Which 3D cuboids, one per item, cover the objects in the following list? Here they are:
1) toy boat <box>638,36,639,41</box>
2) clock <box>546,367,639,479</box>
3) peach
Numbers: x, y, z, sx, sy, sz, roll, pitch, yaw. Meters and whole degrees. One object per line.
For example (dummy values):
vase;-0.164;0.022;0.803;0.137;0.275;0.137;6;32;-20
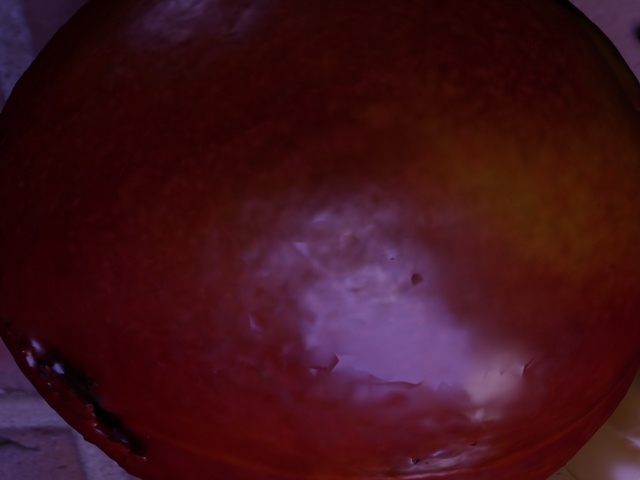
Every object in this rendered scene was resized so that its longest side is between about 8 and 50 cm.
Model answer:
toy boat;0.322;-0.124;0.619;0.210;0.066;0.084;9;93;2
clock;0.267;0.133;0.688;0.317;0.244;0.200;20;118;-18
peach;0.000;0.000;0.521;0.370;0.370;0.370;-1;126;-1
